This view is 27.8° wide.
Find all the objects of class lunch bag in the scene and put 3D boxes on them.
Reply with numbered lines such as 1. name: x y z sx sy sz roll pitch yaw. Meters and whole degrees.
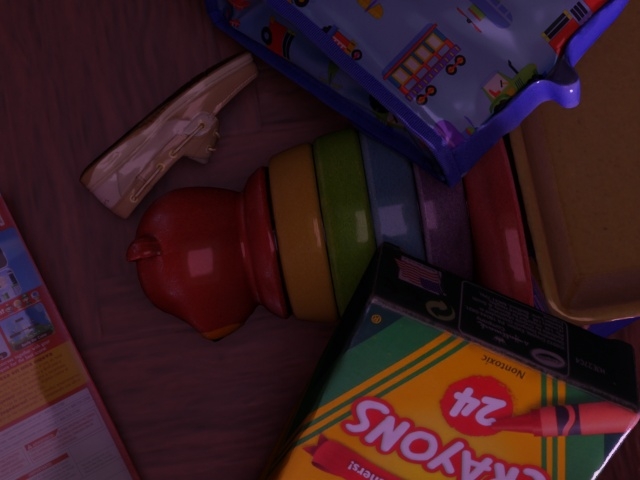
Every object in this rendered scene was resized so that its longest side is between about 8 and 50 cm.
1. lunch bag: 0.078 -0.193 0.946 0.293 0.138 0.221 40 77 24

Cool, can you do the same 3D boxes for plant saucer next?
1. plant saucer: 0.300 -0.108 1.041 0.332 0.081 0.333 -8 76 -7

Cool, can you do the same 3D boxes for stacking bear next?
1. stacking bear: 0.000 0.000 0.997 0.289 0.175 0.164 -9 92 1

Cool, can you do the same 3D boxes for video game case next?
1. video game case: -0.278 0.131 0.994 0.204 0.025 0.285 -27 96 -18

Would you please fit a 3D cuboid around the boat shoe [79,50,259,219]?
1. boat shoe: -0.111 -0.083 1.032 0.170 0.063 0.059 -39 103 -3

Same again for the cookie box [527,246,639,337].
1. cookie box: 0.229 0.030 1.074 0.107 0.040 0.092 -29 92 -6

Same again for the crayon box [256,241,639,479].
1. crayon box: 0.069 0.179 0.955 0.202 0.081 0.318 22 121 -5
